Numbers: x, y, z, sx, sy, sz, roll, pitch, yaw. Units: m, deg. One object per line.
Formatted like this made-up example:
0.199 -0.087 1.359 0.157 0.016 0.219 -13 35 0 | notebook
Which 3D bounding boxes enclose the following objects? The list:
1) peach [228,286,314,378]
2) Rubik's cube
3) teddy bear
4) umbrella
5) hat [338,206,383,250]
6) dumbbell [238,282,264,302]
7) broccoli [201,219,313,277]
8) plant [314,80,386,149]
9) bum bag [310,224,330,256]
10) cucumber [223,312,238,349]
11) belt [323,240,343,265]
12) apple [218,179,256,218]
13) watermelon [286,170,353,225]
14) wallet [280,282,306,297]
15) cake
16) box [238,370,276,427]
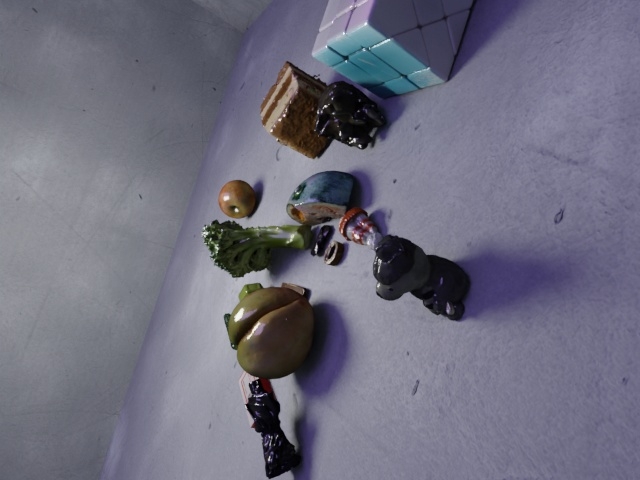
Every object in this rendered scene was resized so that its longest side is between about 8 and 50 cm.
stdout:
-0.148 0.283 1.317 0.293 0.247 0.291 -15 50 18 | peach
0.214 -0.660 1.249 0.316 0.322 0.318 14 85 58 | Rubik's cube
0.195 0.071 0.939 0.144 0.251 0.171 -58 18 16 | teddy bear
-0.148 0.542 1.221 0.122 0.111 0.272 84 164 -68 | umbrella
0.131 -0.021 1.239 0.162 0.094 0.112 40 117 39 | hat
-0.232 0.282 1.582 0.302 0.122 0.108 -126 33 -54 | dumbbell
-0.231 0.010 1.641 0.353 0.398 0.274 -120 17 -76 | broccoli
0.089 -0.426 1.440 0.188 0.199 0.276 -59 28 28 | plant
0.001 0.001 1.458 0.124 0.034 0.058 -66 22 3 | bum bag
-0.390 0.391 1.829 0.044 0.043 0.256 -57 32 10 | cucumber
0.046 0.044 1.363 0.059 0.036 0.083 31 99 52 | belt
-0.421 -0.212 2.107 0.188 0.188 0.173 -39 31 40 | apple
-0.015 -0.171 1.451 0.322 0.175 0.187 -16 60 52 | watermelon
-0.103 0.206 1.507 0.176 0.026 0.095 2 79 59 | wallet
-0.083 -0.523 1.696 0.282 0.256 0.290 -51 31 30 | cake
-0.229 0.537 1.479 0.122 0.050 0.229 -60 32 14 | box
